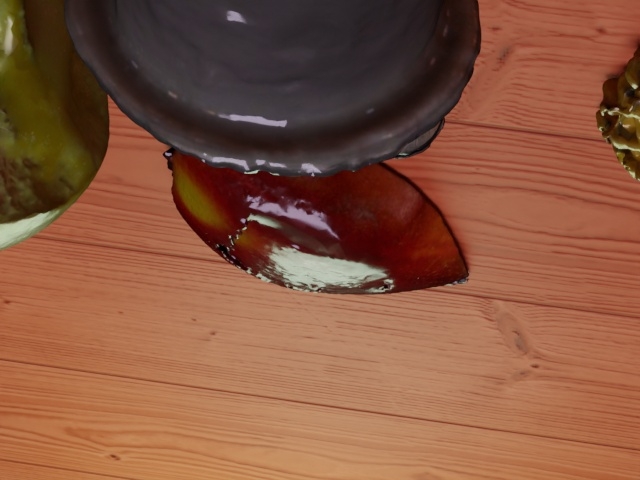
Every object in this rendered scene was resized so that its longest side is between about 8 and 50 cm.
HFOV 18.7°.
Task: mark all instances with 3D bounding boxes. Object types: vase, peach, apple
[{"bbox_3d":[-0.011,-0.209,1.017,0.245,0.245,0.291,11,145,0],"label":"vase"},{"bbox_3d":[-0.002,0.003,1.524,0.279,0.068,0.189,24,150,-21],"label":"peach"},{"bbox_3d":[-0.246,-0.104,1.257,0.226,0.246,0.246,23,149,-38],"label":"apple"}]

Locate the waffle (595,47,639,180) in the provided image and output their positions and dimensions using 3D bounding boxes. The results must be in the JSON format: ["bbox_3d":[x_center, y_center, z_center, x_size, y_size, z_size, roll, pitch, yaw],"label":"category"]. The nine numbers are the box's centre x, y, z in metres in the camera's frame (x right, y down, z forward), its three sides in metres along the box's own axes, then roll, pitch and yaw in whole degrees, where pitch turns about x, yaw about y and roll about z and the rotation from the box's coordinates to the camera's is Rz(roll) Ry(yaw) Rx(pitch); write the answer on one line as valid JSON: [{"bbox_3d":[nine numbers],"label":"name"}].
[{"bbox_3d":[0.299,-0.060,1.299,0.231,0.051,0.228,31,151,-10],"label":"waffle"}]

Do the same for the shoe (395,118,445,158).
[{"bbox_3d":[-0.012,-0.104,1.351,0.194,0.074,0.077,2,137,12],"label":"shoe"}]
